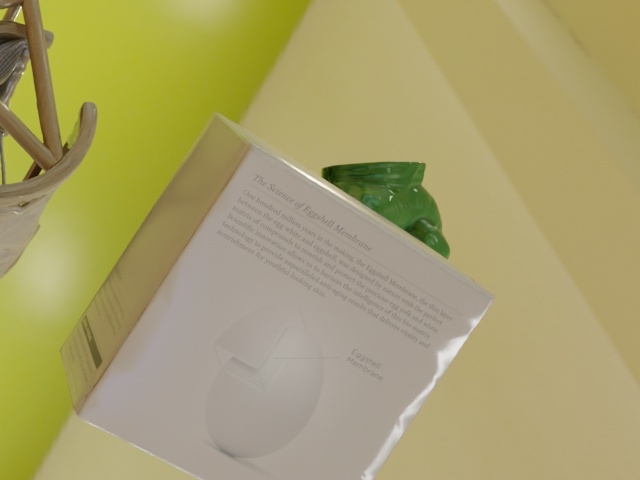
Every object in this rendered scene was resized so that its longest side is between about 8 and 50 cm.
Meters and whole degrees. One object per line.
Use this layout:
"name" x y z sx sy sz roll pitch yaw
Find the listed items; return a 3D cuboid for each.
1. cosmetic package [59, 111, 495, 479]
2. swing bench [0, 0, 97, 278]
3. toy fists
"cosmetic package" -0.036 0.062 1.050 0.224 0.224 0.138 -56 -159 5
"swing bench" -0.361 -0.107 1.519 0.254 0.165 0.253 61 -36 11
"toy fists" 0.000 0.000 1.305 0.096 0.279 0.142 -7 -94 56
